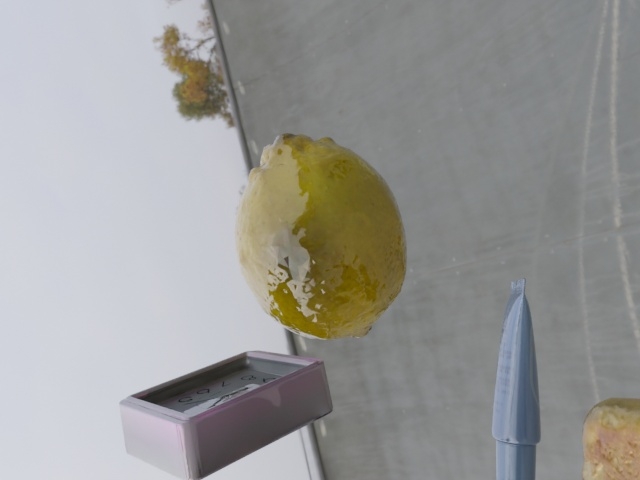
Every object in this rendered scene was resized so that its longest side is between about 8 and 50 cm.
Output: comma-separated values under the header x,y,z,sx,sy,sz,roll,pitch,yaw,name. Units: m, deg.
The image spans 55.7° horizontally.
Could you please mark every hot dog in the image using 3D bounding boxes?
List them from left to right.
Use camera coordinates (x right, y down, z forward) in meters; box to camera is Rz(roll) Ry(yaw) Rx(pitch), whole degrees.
x,y,z,sx,sy,sz,roll,pitch,yaw,name
0.373,0.294,0.644,0.150,0.153,0.257,175,96,-67,hot dog

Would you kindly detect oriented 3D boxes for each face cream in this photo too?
x,y,z,sx,sy,sz,roll,pitch,yaw,name
0.365,0.265,1.127,0.135,0.086,0.386,35,-123,-80,face cream

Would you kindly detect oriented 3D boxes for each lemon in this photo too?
x,y,z,sx,sy,sz,roll,pitch,yaw,name
0.000,0.000,0.709,0.204,0.204,0.260,-98,-11,-77,lemon

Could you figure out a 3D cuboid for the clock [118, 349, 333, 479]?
x,y,z,sx,sy,sz,roll,pitch,yaw,name
-0.105,0.184,0.679,0.150,0.197,0.063,-4,97,47,clock
